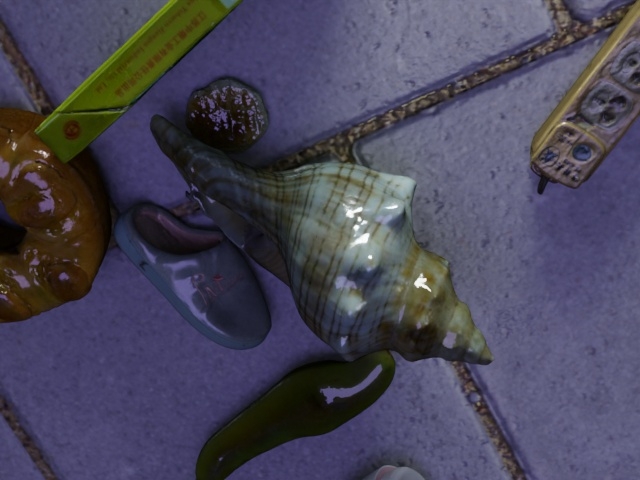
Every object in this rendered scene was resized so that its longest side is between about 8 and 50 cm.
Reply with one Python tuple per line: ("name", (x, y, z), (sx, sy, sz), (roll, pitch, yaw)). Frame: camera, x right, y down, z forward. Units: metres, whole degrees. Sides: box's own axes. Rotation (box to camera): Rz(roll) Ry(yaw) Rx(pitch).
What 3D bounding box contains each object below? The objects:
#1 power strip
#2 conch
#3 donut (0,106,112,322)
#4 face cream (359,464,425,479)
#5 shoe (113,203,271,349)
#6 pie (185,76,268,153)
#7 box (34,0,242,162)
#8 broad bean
("power strip", (0.283, -0.157, 1.271), (0.064, 0.044, 0.305), (31, 117, -7))
("conch", (0.011, -0.006, 1.335), (0.386, 0.169, 0.203), (48, 155, 20))
("donut", (-0.319, -0.024, 1.399), (0.226, 0.114, 0.227), (4, 116, 8))
("face cream", (0.069, 0.293, 1.503), (0.095, 0.091, 0.091), (-31, 107, 30))
("shoe", (-0.118, 0.027, 1.407), (0.195, 0.079, 0.078), (41, 129, -5))
("pie", (-0.091, -0.120, 1.366), (0.084, 0.020, 0.084), (4, 117, 8))
("box", (-0.102, -0.210, 1.230), (0.335, 0.187, 0.047), (-38, 102, 23))
("broad bean", (-0.046, 0.198, 1.495), (0.325, 0.067, 0.075), (-36, 75, 25))
